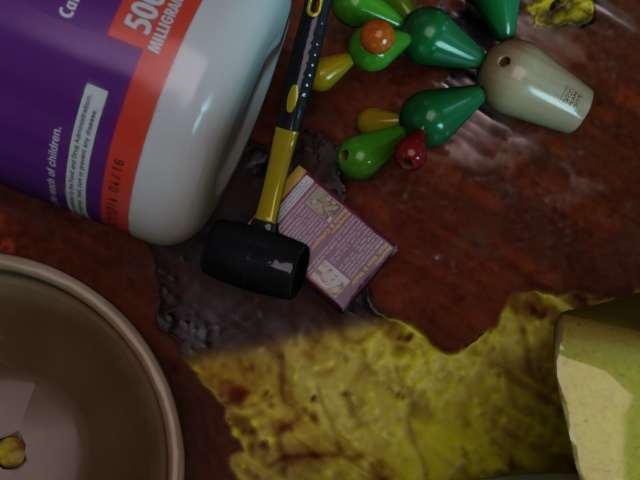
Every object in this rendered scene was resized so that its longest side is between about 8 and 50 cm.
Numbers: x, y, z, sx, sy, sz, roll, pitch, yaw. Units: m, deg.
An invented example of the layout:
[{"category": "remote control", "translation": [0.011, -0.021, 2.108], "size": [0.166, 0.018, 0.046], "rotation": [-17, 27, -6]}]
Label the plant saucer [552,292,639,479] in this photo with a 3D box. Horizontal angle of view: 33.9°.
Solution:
[{"category": "plant saucer", "translation": [0.221, 0.183, 0.521], "size": [0.081, 0.333, 0.332], "rotation": [-15, 84, 25]}]

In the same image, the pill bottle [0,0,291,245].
[{"category": "pill bottle", "translation": [-0.192, -0.132, 0.612], "size": [0.323, 0.181, 0.181], "rotation": [22, 83, 0]}]

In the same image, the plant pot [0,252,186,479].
[{"category": "plant pot", "translation": [-0.195, 0.128, 0.619], "size": [0.237, 0.110, 0.237], "rotation": [0, 84, -3]}]

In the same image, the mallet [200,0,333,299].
[{"category": "mallet", "translation": [-0.030, -0.061, 0.627], "size": [0.062, 0.039, 0.189], "rotation": [8, 96, 12]}]

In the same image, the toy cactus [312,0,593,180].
[{"category": "toy cactus", "translation": [0.095, -0.128, 0.675], "size": [0.181, 0.112, 0.219], "rotation": [25, 74, -9]}]

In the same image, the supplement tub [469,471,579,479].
[{"category": "supplement tub", "translation": [0.092, 0.300, 0.553], "size": [0.228, 0.228, 0.316], "rotation": [-11, 84, -4]}]

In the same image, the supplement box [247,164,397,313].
[{"category": "supplement box", "translation": [0.000, 0.000, 0.676], "size": [0.083, 0.043, 0.055], "rotation": [41, 83, 3]}]
